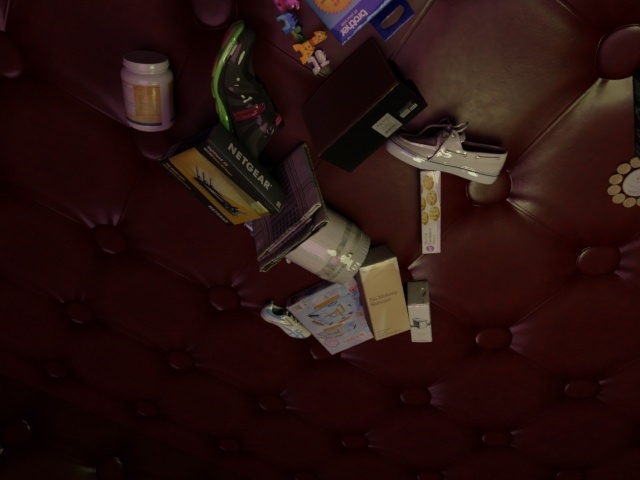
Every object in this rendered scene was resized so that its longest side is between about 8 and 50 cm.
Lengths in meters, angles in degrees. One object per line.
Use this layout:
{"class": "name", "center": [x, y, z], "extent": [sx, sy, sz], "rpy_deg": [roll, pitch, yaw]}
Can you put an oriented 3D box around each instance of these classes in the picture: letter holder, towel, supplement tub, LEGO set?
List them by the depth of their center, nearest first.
{"class": "LEGO set", "center": [-0.035, -0.562, 1.271], "extent": [0.093, 0.087, 0.227], "rpy_deg": [-22, 121, 22]}
{"class": "letter holder", "center": [0.112, -0.385, 1.357], "extent": [0.302, 0.214, 0.152], "rpy_deg": [-39, 144, 29]}
{"class": "supplement tub", "center": [-0.507, -0.439, 1.392], "extent": [0.144, 0.144, 0.200], "rpy_deg": [10, 126, 1]}
{"class": "towel", "center": [-0.122, -0.104, 1.485], "extent": [0.312, 0.324, 0.056], "rpy_deg": [-37, 143, 29]}

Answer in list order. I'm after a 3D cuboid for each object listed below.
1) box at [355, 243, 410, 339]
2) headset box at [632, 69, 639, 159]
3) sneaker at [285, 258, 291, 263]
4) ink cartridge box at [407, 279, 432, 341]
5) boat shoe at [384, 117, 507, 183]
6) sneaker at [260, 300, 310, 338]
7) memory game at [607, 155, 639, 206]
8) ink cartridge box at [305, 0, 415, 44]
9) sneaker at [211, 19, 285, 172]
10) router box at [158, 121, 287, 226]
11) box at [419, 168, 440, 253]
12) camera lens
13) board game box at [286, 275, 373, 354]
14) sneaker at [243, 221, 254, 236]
{"class": "box", "center": [0.218, 0.187, 1.706], "extent": [0.148, 0.121, 0.311], "rpy_deg": [-18, 115, -4]}
{"class": "headset box", "center": [0.994, -0.338, 1.256], "extent": [0.246, 0.131, 0.283], "rpy_deg": [-13, 123, 18]}
{"class": "sneaker", "center": [-0.094, 0.046, 1.749], "extent": [0.069, 0.038, 0.098], "rpy_deg": [5, 127, 6]}
{"class": "ink cartridge box", "center": [0.375, 0.266, 1.778], "extent": [0.082, 0.140, 0.191], "rpy_deg": [-5, 124, 14]}
{"class": "boat shoe", "center": [0.381, -0.284, 1.383], "extent": [0.367, 0.136, 0.156], "rpy_deg": [15, 127, -6]}
{"class": "sneaker", "center": [-0.131, 0.328, 1.934], "extent": [0.237, 0.085, 0.086], "rpy_deg": [31, 117, -18]}
{"class": "memory game", "center": [0.981, -0.181, 1.446], "extent": [0.186, 0.012, 0.186], "rpy_deg": [4, 126, 5]}
{"class": "ink cartridge box", "center": [0.068, -0.679, 1.136], "extent": [0.270, 0.151, 0.395], "rpy_deg": [-35, 116, 28]}
{"class": "sneaker", "center": [-0.202, -0.397, 1.375], "extent": [0.202, 0.185, 0.483], "rpy_deg": [5, 137, -1]}
{"class": "router box", "center": [-0.288, -0.183, 1.414], "extent": [0.243, 0.081, 0.309], "rpy_deg": [-12, 135, 38]}
{"class": "box", "center": [0.364, -0.103, 1.559], "extent": [0.067, 0.063, 0.324], "rpy_deg": [-1, 126, 11]}
{"class": "camera lens", "center": [0.000, 0.000, 1.590], "extent": [0.274, 0.219, 0.219], "rpy_deg": [30, 124, -14]}
{"class": "board game box", "center": [0.085, 0.289, 1.881], "extent": [0.318, 0.066, 0.318], "rpy_deg": [-28, 117, 24]}
{"class": "sneaker", "center": [-0.216, -0.033, 1.703], "extent": [0.059, 0.053, 0.144], "rpy_deg": [-37, 105, 28]}
